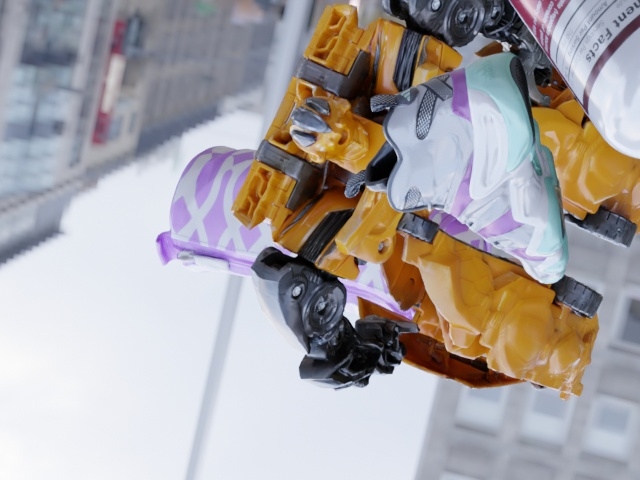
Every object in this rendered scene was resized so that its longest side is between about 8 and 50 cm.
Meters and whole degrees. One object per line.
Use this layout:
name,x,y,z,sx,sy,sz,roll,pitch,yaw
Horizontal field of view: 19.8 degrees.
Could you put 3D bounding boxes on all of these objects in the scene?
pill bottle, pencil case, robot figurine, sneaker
pill bottle,0.123,-0.086,0.678,0.086,0.086,0.152,3,-132,-45
pencil case,0.000,0.000,1.090,0.206,0.086,0.088,12,-141,34
robot figurine,0.068,-0.019,0.889,0.085,0.211,0.291,27,-178,39
sneaker,0.043,-0.018,0.612,0.069,0.098,0.038,-12,-138,13
